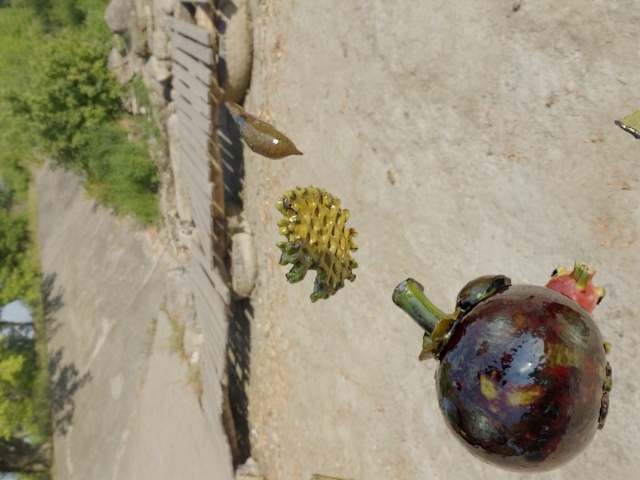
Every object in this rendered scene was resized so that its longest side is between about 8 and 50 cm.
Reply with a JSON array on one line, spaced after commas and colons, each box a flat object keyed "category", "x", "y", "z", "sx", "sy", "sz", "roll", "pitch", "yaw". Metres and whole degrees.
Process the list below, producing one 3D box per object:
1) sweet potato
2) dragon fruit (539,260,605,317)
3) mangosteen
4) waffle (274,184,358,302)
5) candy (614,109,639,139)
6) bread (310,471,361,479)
[{"category": "sweet potato", "x": -0.130, "y": -0.211, "z": 0.988, "sx": 0.226, "sy": 0.068, "sz": 0.068, "roll": 39, "pitch": 133, "yaw": 27}, {"category": "dragon fruit", "x": 0.377, "y": 0.082, "z": 0.763, "sx": 0.086, "sy": 0.081, "sz": 0.116, "roll": 51, "pitch": 144, "yaw": 26}, {"category": "mangosteen", "x": 0.215, "y": 0.152, "z": 0.654, "sx": 0.289, "sy": 0.231, "sz": 0.231, "roll": 24, "pitch": 121, "yaw": 30}, {"category": "waffle", "x": 0.000, "y": 0.000, "z": 0.999, "sx": 0.051, "sy": 0.232, "sz": 0.228, "roll": -14, "pitch": 93, "yaw": 37}, {"category": "candy", "x": 0.499, "y": -0.073, "z": 0.602, "sx": 0.297, "sy": 0.187, "sz": 0.081, "roll": 39, "pitch": 120, "yaw": 21}, {"category": "bread", "x": 0.067, "y": 0.391, "z": 0.570, "sx": 0.288, "sy": 0.156, "sz": 0.204, "roll": 151, "pitch": 120, "yaw": -86}]
